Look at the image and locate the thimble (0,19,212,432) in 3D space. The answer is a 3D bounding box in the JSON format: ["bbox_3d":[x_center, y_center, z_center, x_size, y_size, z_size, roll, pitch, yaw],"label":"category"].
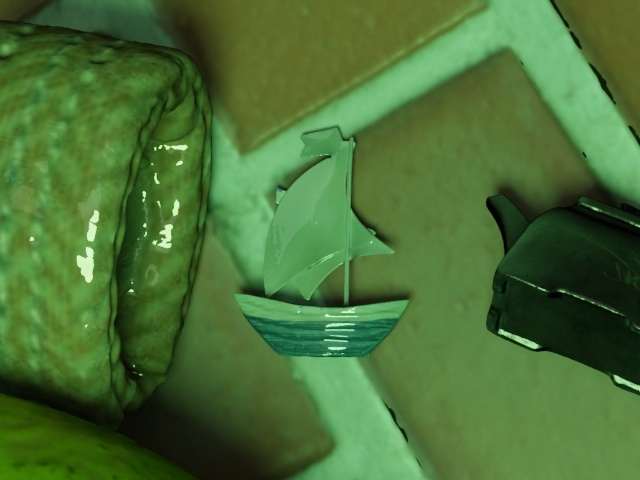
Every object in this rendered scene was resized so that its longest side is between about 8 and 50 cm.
[{"bbox_3d":[-0.158,-0.014,1.185,0.148,0.196,0.229,12,113,14],"label":"thimble"}]

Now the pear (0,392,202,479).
[{"bbox_3d":[-0.183,0.267,1.074,0.391,0.391,0.391,-1,83,10],"label":"pear"}]

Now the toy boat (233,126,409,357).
[{"bbox_3d":[-0.009,0.008,1.231,0.105,0.034,0.149,-21,80,5],"label":"toy boat"}]

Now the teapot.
[{"bbox_3d":[0.175,0.022,1.177,0.177,0.087,0.096,22,65,12],"label":"teapot"}]
